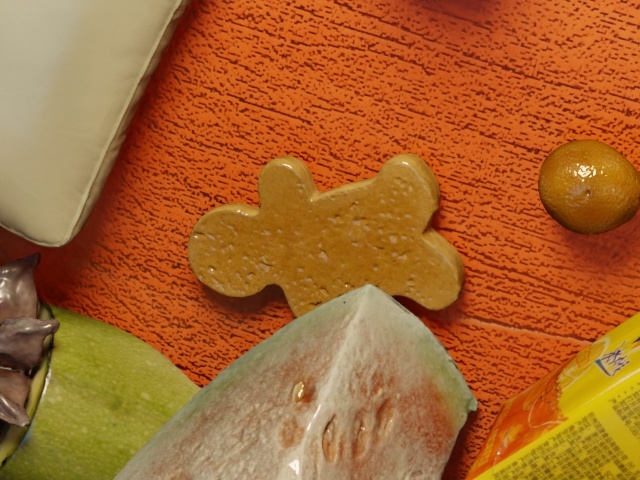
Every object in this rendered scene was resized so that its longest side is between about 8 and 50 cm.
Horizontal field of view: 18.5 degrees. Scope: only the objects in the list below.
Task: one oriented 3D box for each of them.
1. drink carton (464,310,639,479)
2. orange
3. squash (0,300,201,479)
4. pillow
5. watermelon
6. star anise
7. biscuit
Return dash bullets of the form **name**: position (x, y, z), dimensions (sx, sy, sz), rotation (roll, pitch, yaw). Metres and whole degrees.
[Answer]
- **drink carton**: position (0.285, 0.116, 1.544), dimensions (0.351, 0.154, 0.111), rotation (-37, 98, 31)
- **orange**: position (0.212, -0.042, 1.541), dimensions (0.085, 0.085, 0.085), rotation (8, 117, 17)
- **squash**: position (-0.174, 0.184, 1.804), dimensions (0.261, 0.189, 0.189), rotation (22, 125, -23)
- **pillow**: position (-0.249, -0.179, 1.607), dimensions (0.255, 0.120, 0.322), rotation (31, 110, 2)
- **watermelon**: position (-0.024, 0.237, 1.624), dimensions (0.228, 0.258, 0.387), rotation (40, 99, -20)
- **star anise**: position (-0.289, 0.105, 1.717), dimensions (0.063, 0.208, 0.172), rotation (25, 165, -31)
- **biscuit**: position (0.001, -0.001, 1.664), dimensions (0.240, 0.035, 0.158), rotation (-4, 111, 22)
